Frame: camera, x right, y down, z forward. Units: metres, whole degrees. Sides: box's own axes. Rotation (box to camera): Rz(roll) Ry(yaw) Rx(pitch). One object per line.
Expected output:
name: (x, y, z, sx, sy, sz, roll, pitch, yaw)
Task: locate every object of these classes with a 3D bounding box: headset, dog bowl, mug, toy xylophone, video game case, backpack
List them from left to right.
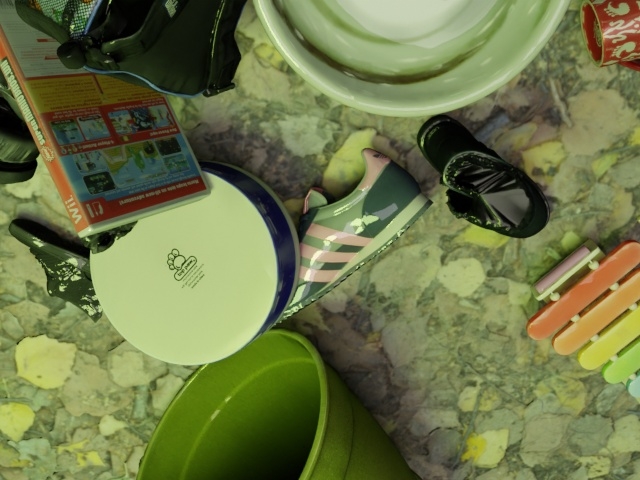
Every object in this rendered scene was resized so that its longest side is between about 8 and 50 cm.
headset: (-0.365, -0.153, 0.921, 0.243, 0.185, 0.394, -39, 99, 16)
video game case: (-0.249, -0.158, 0.874, 0.025, 0.204, 0.285, -25, 90, 33)
backpack: (-0.165, -0.302, 0.797, 0.213, 0.276, 0.263, 39, 104, 12)
dog bowl: (-0.165, 0.027, 1.036, 0.264, 0.104, 0.265, 2, 98, 13)
toy xylophone: (0.467, 0.104, 1.177, 0.322, 0.081, 0.236, 34, 107, -18)
mug: (0.432, -0.270, 0.992, 0.169, 0.113, 0.150, -14, 113, 6)

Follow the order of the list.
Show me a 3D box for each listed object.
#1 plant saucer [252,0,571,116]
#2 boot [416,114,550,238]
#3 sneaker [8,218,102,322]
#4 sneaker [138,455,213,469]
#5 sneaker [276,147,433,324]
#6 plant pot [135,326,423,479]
plant saucer: (0.108, -0.355, 0.936, 0.400, 0.100, 0.401, -2, 115, -4)
boot: (0.234, -0.053, 1.022, 0.246, 0.207, 0.094, 40, 106, -19)
sneaker: (-0.375, 0.043, 1.109, 0.170, 0.051, 0.089, 28, 105, -19)
sneaker: (-0.187, 0.390, 1.263, 0.211, 0.080, 0.081, 31, 112, -18)
sneaker: (0.000, 0.000, 1.102, 0.319, 0.112, 0.131, -39, 90, 14)
plant pot: (-0.021, 0.373, 1.148, 0.366, 0.366, 0.353, -41, 123, 14)
